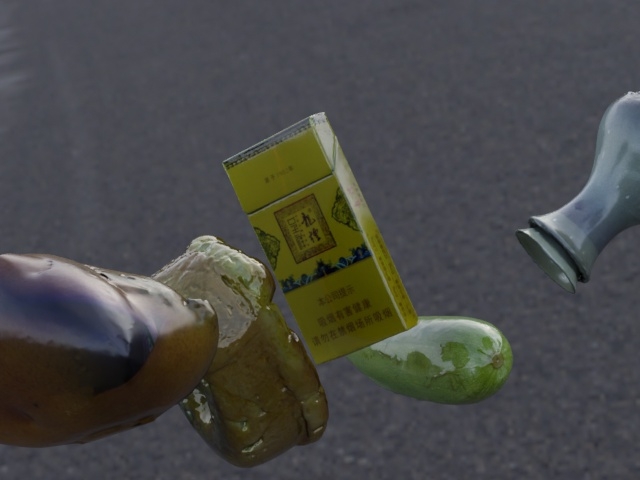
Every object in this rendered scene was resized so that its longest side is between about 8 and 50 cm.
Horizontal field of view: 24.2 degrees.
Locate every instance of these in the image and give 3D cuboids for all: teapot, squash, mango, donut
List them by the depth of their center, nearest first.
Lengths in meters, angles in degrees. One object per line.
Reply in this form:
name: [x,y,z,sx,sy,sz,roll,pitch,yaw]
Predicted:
mango: [-0.233,0.091,1.285,0.287,0.201,0.153,-13,31,42]
donut: [-0.103,0.126,1.661,0.128,0.261,0.208,-31,21,-21]
teapot: [0.365,-0.054,1.825,0.251,0.183,0.183,-42,20,-4]
squash: [0.126,0.158,2.022,0.118,0.118,0.370,-20,9,-31]

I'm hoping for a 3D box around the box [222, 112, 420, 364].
box: [0.000,0.001,1.802,0.153,0.279,0.041,-25,1,39]
